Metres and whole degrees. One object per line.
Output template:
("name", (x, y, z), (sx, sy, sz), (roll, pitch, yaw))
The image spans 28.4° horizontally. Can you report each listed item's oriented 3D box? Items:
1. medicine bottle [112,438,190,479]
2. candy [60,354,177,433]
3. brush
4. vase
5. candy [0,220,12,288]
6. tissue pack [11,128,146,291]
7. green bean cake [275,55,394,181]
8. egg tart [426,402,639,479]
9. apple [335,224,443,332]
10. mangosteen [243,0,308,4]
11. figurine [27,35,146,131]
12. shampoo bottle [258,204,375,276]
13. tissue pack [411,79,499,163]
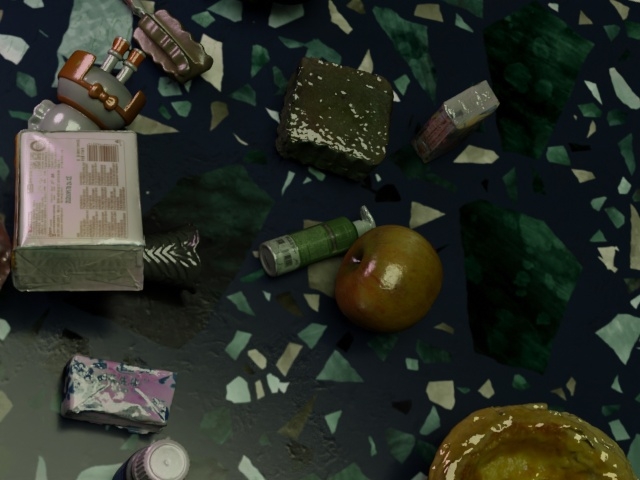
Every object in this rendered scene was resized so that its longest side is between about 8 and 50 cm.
("medicine bottle", (-0.237, 0.331, 1.781), (0.083, 0.203, 0.083), (8, 66, -19))
("candy", (-0.300, 0.229, 1.872), (0.160, 0.073, 0.092), (12, 68, -16))
("brush", (-0.301, -0.381, 2.127), (0.301, 0.071, 0.084), (47, 45, 12))
("vase", (-0.309, 0.027, 1.936), (0.237, 0.115, 0.115), (-1, 70, -17))
("candy", (-0.572, 0.049, 1.795), (0.214, 0.157, 0.289), (49, 63, -7))
("tissue pack", (-0.353, -0.043, 1.843), (0.185, 0.124, 0.225), (-1, 52, -11))
("green bean cake", (0.023, -0.203, 2.151), (0.181, 0.094, 0.173), (15, 65, -14))
("egg tart", (0.324, 0.440, 1.972), (0.387, 0.169, 0.388), (5, 71, -16))
("apple", (0.114, 0.065, 2.037), (0.155, 0.182, 0.182), (35, 61, -21))
("mangosteen", (-0.090, -0.492, 2.179), (0.250, 0.211, 0.211), (-29, 80, 3))
("figurine", (-0.367, -0.198, 1.978), (0.143, 0.143, 0.271), (31, 62, -7))
("shampoo bottle", (0.000, 0.000, 2.081), (0.204, 0.065, 0.065), (-19, 77, -26))
("tissue pack", (0.233, -0.204, 2.200), (0.108, 0.148, 0.060), (-29, 80, -28))
